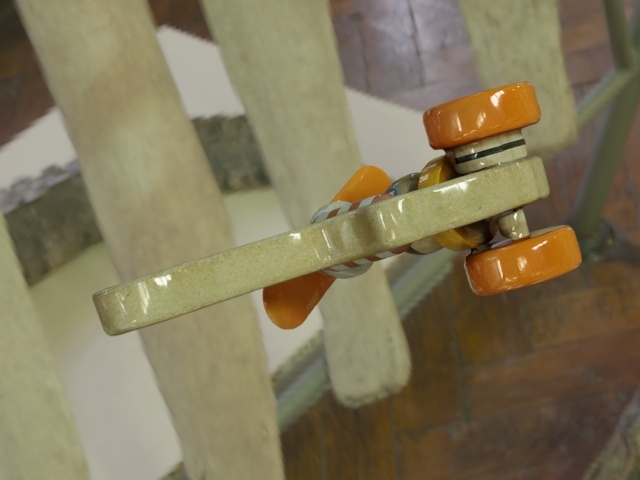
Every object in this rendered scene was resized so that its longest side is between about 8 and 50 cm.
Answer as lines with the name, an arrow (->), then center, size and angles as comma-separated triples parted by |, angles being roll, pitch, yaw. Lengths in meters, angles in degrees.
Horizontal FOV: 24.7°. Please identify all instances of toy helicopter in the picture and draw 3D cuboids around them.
toy helicopter -> 0.000, 0.000, 1.085 | 0.355, 0.140, 0.235 | -17, 2, -18
